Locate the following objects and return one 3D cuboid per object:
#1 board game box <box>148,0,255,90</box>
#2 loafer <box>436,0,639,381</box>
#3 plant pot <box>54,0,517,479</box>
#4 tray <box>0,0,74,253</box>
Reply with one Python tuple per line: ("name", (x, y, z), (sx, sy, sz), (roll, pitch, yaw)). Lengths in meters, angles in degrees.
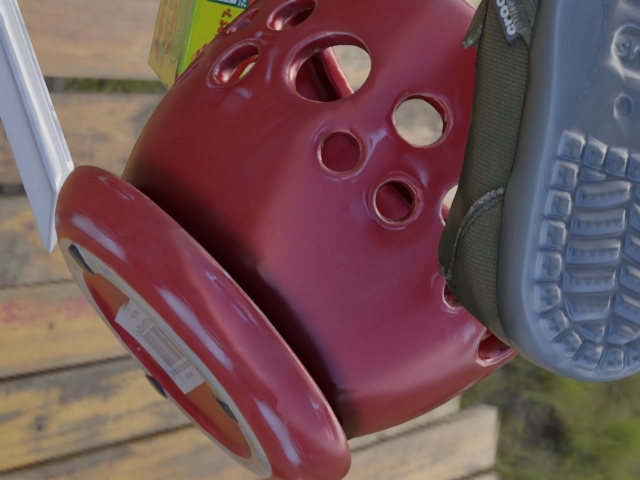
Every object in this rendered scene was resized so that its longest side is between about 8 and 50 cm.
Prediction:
("board game box", (-0.083, -0.152, 1.071), (0.043, 0.181, 0.092), (10, 102, -15))
("loafer", (0.085, -0.082, 0.493), (0.094, 0.087, 0.251), (21, 81, -30))
("plant pot", (0.000, 0.000, 0.651), (0.174, 0.191, 0.191), (-43, 133, -16))
("tray", (-0.263, -0.135, 1.331), (0.030, 0.145, 0.270), (-16, 73, -17))
